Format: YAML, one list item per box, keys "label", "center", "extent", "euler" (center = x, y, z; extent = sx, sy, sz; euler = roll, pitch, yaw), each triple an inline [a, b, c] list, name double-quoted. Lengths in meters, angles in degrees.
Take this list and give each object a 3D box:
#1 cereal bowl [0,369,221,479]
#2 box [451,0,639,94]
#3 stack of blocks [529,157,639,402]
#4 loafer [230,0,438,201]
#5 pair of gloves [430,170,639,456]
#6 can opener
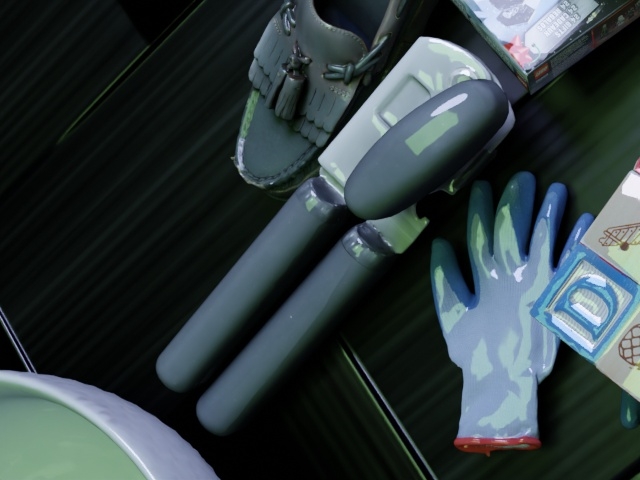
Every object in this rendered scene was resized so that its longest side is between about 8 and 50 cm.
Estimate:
- label: "cereal bowl"
  center: [-0.159, 0.244, 0.946]
  extent: [0.339, 0.141, 0.339]
  euler: [-3, 84, 30]
- label: "box"
  center: [0.137, -0.153, 0.849]
  extent: [0.137, 0.027, 0.094]
  euler: [-35, 66, -1]
- label: "stack of blocks"
  center: [0.258, -0.032, 0.744]
  extent: [0.171, 0.087, 0.297]
  euler: [39, 100, 27]
- label: "loafer"
  center: [0.021, -0.142, 0.911]
  extent: [0.096, 0.084, 0.267]
  euler: [42, 106, 27]
- label: "pair of gloves"
  center: [0.151, 0.040, 0.852]
  extent: [0.198, 0.023, 0.159]
  euler: [-1, 83, 26]
- label: "can opener"
  center: [0.000, 0.000, 0.902]
  extent: [0.074, 0.093, 0.280]
  euler: [47, 116, 14]
